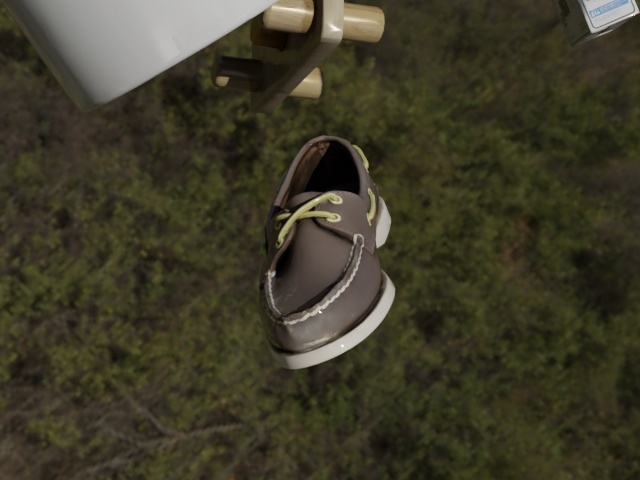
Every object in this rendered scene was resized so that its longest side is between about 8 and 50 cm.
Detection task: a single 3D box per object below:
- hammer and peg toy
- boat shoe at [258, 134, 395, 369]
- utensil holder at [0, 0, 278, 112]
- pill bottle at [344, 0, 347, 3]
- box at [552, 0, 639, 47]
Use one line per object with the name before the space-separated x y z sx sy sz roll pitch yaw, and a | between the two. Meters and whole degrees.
hammer and peg toy | -0.027 -0.341 1.264 0.127 0.361 0.266 5 -12 -19
boat shoe | 0.000 0.000 1.029 0.324 0.117 0.096 -73 143 -66
utensil holder | -0.169 -0.338 0.934 0.385 0.328 0.327 59 5 -13
pill bottle | 0.018 -0.462 1.874 0.121 0.221 0.121 26 5 -3
box | 0.418 -0.481 2.000 0.169 0.087 0.289 21 46 -89
